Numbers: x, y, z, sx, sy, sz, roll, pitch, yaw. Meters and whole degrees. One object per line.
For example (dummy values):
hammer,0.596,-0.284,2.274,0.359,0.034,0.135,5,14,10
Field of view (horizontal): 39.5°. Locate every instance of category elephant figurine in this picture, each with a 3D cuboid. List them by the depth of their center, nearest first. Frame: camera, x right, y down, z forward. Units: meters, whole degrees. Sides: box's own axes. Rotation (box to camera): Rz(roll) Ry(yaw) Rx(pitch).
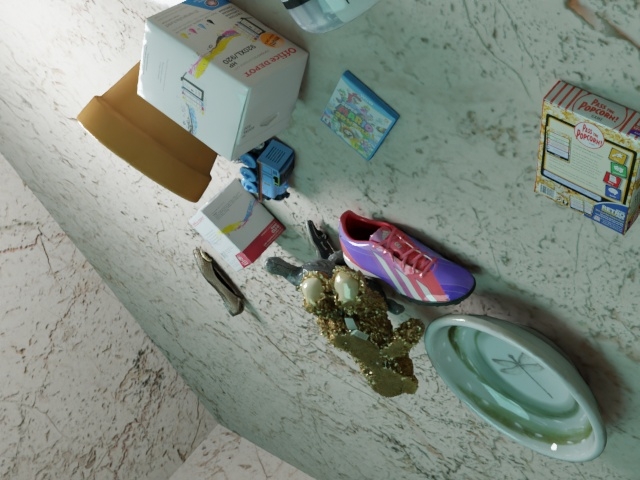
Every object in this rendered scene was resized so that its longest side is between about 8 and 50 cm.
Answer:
elephant figurine,0.028,0.100,1.944,0.239,0.186,0.169,52,179,-39

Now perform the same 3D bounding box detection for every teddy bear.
teddy bear,0.094,0.173,1.827,0.338,0.113,0.245,42,135,-14

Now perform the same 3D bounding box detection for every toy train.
toy train,-0.110,-0.144,1.871,0.105,0.080,0.184,31,154,13

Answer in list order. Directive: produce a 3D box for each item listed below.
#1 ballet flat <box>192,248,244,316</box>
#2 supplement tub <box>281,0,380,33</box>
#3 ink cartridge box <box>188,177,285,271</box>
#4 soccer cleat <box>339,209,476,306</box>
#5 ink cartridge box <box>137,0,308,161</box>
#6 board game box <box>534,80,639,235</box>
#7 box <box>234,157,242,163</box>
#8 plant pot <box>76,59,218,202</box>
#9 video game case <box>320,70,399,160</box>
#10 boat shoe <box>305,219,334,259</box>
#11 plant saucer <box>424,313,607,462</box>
ballet flat,-0.299,0.120,2.651,0.249,0.058,0.084,58,-172,-20
supplement tub,-0.029,-0.440,1.075,0.338,0.207,0.207,52,155,-21
ink cartridge box,-0.202,-0.037,2.128,0.176,0.127,0.128,46,157,-8
soccer cleat,0.156,0.032,1.719,0.318,0.109,0.116,24,146,42
ink cartridge box,-0.171,-0.290,1.554,0.233,0.171,0.168,36,137,16
board game box,0.369,-0.109,1.209,0.147,0.045,0.193,31,154,27
box,-0.180,-0.201,1.953,0.067,0.018,0.083,53,155,-21
plant pot,-0.306,-0.240,1.775,0.291,0.203,0.291,36,-177,-2
video game case,0.065,-0.214,1.550,0.119,0.015,0.166,42,156,3
boat shoe,0.000,0.000,1.987,0.046,0.038,0.125,-97,-13,-55
plant saucer,0.392,0.264,1.738,0.400,0.100,0.400,35,156,19
